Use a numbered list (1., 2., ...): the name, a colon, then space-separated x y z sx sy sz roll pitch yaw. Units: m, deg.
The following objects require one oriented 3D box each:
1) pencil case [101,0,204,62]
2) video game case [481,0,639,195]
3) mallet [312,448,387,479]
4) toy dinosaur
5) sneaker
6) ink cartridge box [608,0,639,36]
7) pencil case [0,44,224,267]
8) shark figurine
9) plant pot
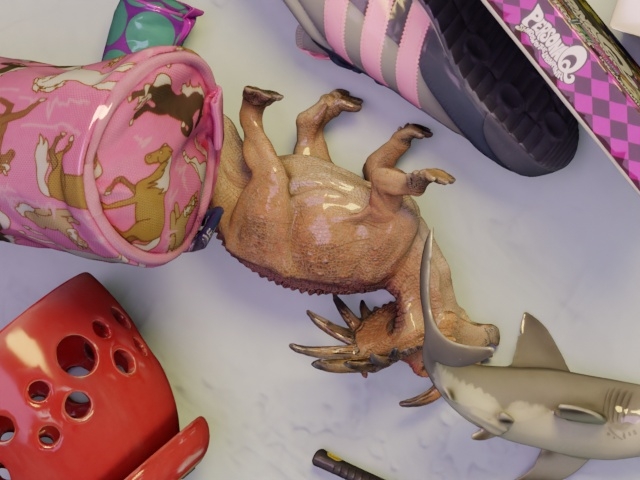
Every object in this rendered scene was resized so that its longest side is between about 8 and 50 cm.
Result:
1. pencil case: -0.143 -0.118 1.398 0.070 0.064 0.151 21 102 29
2. video game case: 0.173 -0.136 1.230 0.042 0.210 0.232 -40 84 15
3. mallet: 0.076 0.206 1.369 0.190 0.062 0.039 21 102 13
4. toy dinosaur: 0.000 0.000 1.344 0.296 0.127 0.200 26 109 18
5. sneaker: 0.056 -0.157 1.334 0.319 0.112 0.131 49 134 1
6. ink cartridge box: 0.252 -0.191 1.256 0.062 0.104 0.181 19 100 14
7. pencil case: -0.251 -0.076 1.330 0.386 0.167 0.160 7 72 34
8. shark figurine: 0.144 0.091 1.305 0.166 0.278 0.116 -33 44 44
9. plant pot: -0.197 0.148 1.377 0.191 0.191 0.174 -40 87 16
